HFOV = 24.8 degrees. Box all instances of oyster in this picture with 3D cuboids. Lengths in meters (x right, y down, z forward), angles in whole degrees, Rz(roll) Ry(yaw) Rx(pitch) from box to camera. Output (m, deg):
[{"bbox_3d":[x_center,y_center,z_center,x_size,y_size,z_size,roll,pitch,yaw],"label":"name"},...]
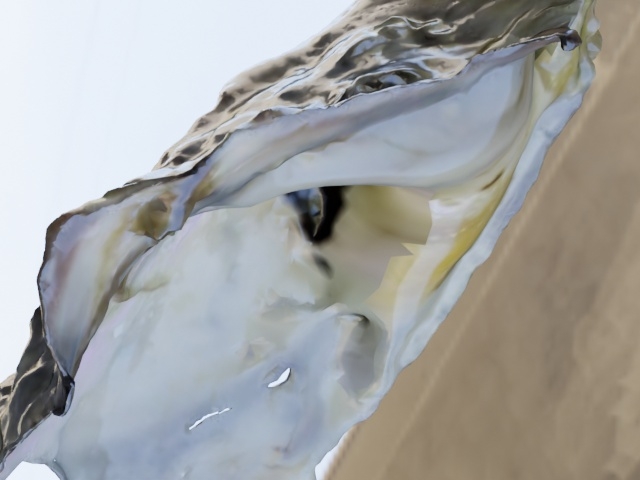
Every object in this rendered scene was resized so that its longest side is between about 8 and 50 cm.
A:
[{"bbox_3d":[-0.008,-0.006,0.499,0.100,0.271,0.275,40,-38,17],"label":"oyster"}]
